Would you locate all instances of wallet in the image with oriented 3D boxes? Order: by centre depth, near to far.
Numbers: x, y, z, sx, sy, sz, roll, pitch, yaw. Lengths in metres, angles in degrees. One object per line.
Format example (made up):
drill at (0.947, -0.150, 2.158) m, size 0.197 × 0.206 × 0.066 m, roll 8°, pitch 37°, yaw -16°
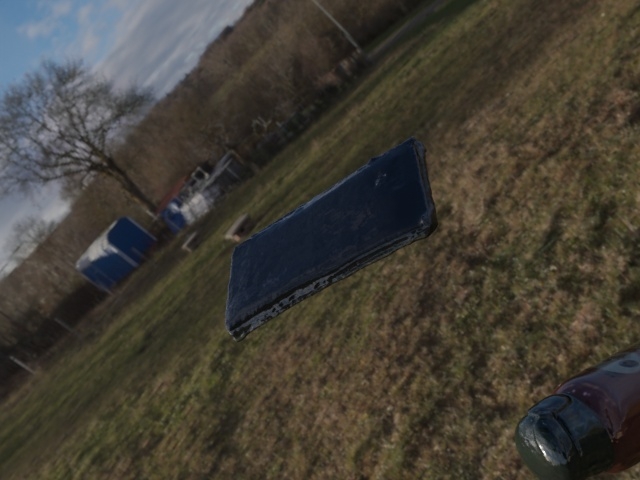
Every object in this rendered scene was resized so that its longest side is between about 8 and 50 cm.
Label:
wallet at (0.000, 0.001, 0.732) m, size 0.285 × 0.030 × 0.146 m, roll -30°, pitch 41°, yaw 25°

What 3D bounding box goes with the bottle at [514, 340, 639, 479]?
bottle at (0.421, 0.230, 0.895) m, size 0.336 × 0.143 × 0.144 m, roll -19°, pitch 5°, yaw -23°
